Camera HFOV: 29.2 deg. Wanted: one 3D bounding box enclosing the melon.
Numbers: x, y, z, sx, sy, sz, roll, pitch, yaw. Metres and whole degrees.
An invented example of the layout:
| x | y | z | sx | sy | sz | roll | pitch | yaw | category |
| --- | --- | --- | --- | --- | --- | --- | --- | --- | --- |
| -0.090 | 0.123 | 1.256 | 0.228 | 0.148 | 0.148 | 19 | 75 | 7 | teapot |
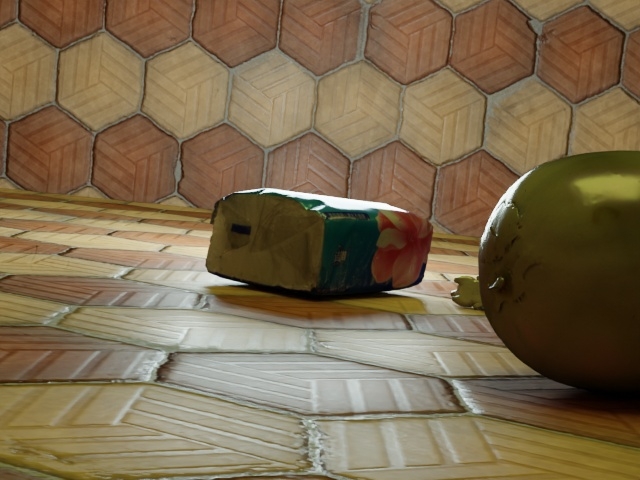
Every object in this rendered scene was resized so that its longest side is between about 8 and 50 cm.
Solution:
| x | y | z | sx | sy | sz | roll | pitch | yaw | category |
| --- | --- | --- | --- | --- | --- | --- | --- | --- | --- |
| 0.287 | 0.029 | 1.117 | 0.316 | 0.223 | 0.223 | 3 | 5 | -26 | melon |

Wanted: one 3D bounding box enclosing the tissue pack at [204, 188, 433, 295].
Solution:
| x | y | z | sx | sy | sz | roll | pitch | yaw | category |
| --- | --- | --- | --- | --- | --- | --- | --- | --- | --- |
| 0.000 | 0.000 | 1.724 | 0.209 | 0.137 | 0.269 | 7 | 4 | 37 | tissue pack |

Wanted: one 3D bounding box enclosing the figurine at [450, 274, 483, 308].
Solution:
| x | y | z | sx | sy | sz | roll | pitch | yaw | category |
| --- | --- | --- | --- | --- | --- | --- | --- | --- | --- |
| 0.221 | 0.074 | 1.699 | 0.083 | 0.047 | 0.050 | 11 | -6 | 9 | figurine |
